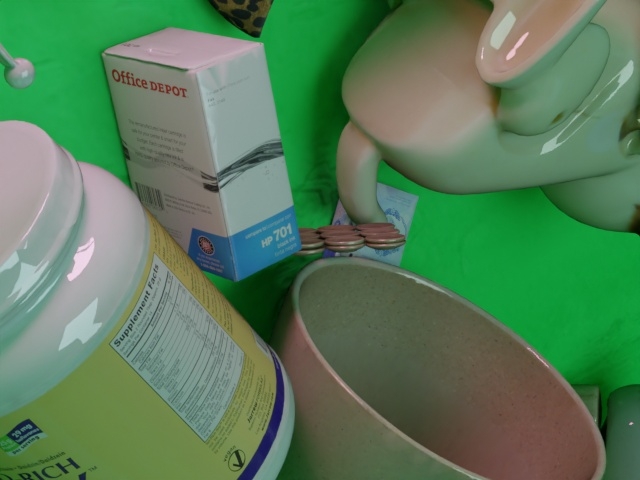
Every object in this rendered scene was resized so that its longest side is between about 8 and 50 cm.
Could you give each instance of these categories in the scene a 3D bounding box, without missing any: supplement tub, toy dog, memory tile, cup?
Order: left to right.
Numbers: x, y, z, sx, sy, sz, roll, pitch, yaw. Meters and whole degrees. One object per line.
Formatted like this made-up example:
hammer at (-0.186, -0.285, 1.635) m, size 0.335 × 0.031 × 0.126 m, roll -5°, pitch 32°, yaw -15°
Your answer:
supplement tub at (-0.196, 0.088, 1.460) m, size 0.241 × 0.241 × 0.331 m, roll -54°, pitch 130°, yaw -18°
memory tile at (0.000, 0.000, 1.669) m, size 0.148 × 0.113 × 0.012 m, roll -4°, pitch 99°, yaw -6°
cup at (0.064, 0.208, 1.708) m, size 0.331 × 0.331 × 0.237 m, roll 9°, pitch 121°, yaw -43°
toy dog at (0.240, -0.133, 1.770) m, size 0.408 × 0.284 × 0.395 m, roll 21°, pitch 99°, yaw -44°
toy dog at (0.355, 0.295, 2.068) m, size 0.161 × 0.220 × 0.334 m, roll -14°, pitch 123°, yaw -72°

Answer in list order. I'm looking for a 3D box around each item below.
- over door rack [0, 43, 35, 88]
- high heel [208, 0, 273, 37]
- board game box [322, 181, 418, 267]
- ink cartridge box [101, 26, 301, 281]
over door rack at (-0.242, -0.178, 1.349) m, size 0.324 × 0.239 × 0.108 m, roll -14°, pitch 108°, yaw -38°
high heel at (0.008, -0.276, 1.559) m, size 0.093 × 0.261 × 0.186 m, roll -63°, pitch 139°, yaw -56°
board game box at (0.049, -0.012, 1.803) m, size 0.090 × 0.020 × 0.090 m, roll 18°, pitch 89°, yaw -43°
ink cartridge box at (-0.101, -0.076, 1.569) m, size 0.082 × 0.139 × 0.191 m, roll -25°, pitch 117°, yaw -34°
